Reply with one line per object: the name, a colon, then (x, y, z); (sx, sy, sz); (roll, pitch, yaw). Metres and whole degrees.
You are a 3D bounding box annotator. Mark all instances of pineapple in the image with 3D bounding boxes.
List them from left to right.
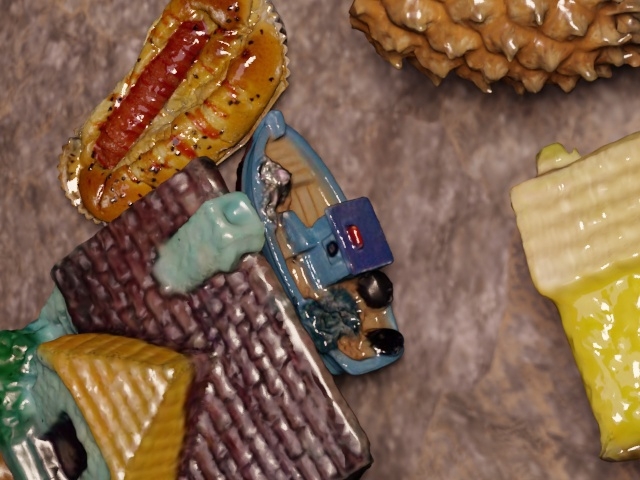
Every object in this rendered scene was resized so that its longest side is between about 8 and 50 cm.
pineapple: (0.210, -0.196, 0.979); (0.357, 0.223, 0.222); (14, 94, 12)

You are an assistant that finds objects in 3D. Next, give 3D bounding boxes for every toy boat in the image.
toy boat: (0.000, 0.000, 1.093); (0.097, 0.100, 0.223); (-33, 78, 48)

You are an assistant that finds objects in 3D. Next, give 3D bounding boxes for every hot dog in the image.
hot dog: (-0.123, -0.113, 1.167); (0.131, 0.069, 0.252); (47, 106, 15)

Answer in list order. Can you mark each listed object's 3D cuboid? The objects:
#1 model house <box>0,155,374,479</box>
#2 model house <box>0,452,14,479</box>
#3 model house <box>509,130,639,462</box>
model house: (-0.089, 0.112, 1.019); (0.280, 0.230, 0.249); (59, 143, 12)
model house: (-0.243, 0.226, 1.167); (0.220, 0.199, 0.229); (16, 61, -15)
model house: (0.251, 0.018, 0.960); (0.193, 0.175, 0.234); (-25, 83, 20)
